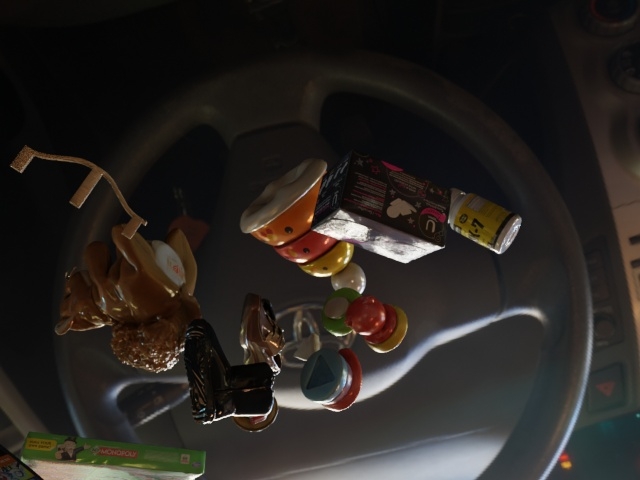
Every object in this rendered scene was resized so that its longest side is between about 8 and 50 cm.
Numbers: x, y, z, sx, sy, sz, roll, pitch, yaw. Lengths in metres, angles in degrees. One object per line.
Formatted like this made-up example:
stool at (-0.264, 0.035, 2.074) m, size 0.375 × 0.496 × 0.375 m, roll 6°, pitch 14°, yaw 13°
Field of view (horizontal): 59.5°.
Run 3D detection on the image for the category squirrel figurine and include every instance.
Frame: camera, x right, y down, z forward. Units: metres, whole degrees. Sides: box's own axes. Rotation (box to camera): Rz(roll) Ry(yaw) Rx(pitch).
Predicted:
squirrel figurine at (-0.522, 0.186, 1.507) m, size 0.370 × 0.397 × 0.281 m, roll -27°, pitch 177°, yaw 15°

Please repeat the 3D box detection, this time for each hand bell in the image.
hand bell at (-0.198, 0.432, 1.607) m, size 0.126 × 0.126 × 0.242 m, roll -6°, pitch -170°, yaw -10°

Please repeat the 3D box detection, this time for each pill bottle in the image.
pill bottle at (0.440, -0.060, 1.568) m, size 0.119 × 0.208 × 0.119 m, roll -38°, pitch 145°, yaw -32°

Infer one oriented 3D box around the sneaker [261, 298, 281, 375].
sneaker at (-0.199, 0.347, 2.031) m, size 0.109 × 0.286 × 0.130 m, roll -10°, pitch 165°, yaw -16°

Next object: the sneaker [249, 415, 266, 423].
sneaker at (-0.190, 0.430, 1.436) m, size 0.118 × 0.042 × 0.067 m, roll 13°, pitch 110°, yaw -4°

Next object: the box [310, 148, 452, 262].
box at (0.128, -0.062, 1.201) m, size 0.247 × 0.142 × 0.163 m, roll 20°, pitch 158°, yaw -17°

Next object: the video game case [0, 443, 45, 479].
video game case at (-0.455, 0.310, 0.650) m, size 0.035 × 0.248 × 0.275 m, roll -61°, pitch 166°, yaw 3°

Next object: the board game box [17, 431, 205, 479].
board game box at (-0.410, 0.434, 1.082) m, size 0.317 × 0.046 × 0.213 m, roll 17°, pitch 142°, yaw -24°

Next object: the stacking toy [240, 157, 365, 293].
stacking toy at (0.000, 0.000, 1.866) m, size 0.350 × 0.351 × 0.480 m, roll -31°, pitch 107°, yaw 29°

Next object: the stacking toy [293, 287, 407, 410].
stacking toy at (0.029, 0.238, 1.394) m, size 0.130 × 0.279 × 0.309 m, roll 35°, pitch 89°, yaw -37°

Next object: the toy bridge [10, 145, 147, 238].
toy bridge at (-0.327, -0.075, 0.785) m, size 0.188 × 0.063 × 0.026 m, roll 34°, pitch 168°, yaw -19°

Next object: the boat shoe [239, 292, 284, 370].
boat shoe at (-0.154, 0.255, 1.520) m, size 0.116 × 0.123 × 0.324 m, roll 1°, pitch 139°, yaw -1°

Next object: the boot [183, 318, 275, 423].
boot at (-0.215, 0.310, 1.357) m, size 0.207 × 0.247 × 0.094 m, roll 5°, pitch 160°, yaw -45°
